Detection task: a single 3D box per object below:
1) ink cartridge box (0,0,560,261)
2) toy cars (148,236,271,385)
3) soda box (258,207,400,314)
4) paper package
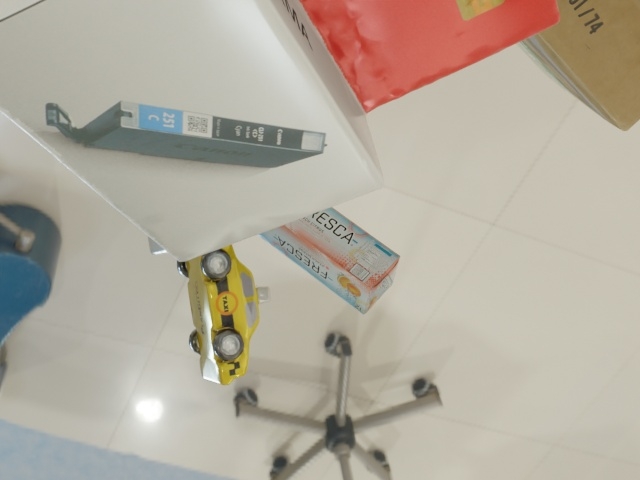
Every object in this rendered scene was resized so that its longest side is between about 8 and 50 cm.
[{"bbox_3d":[-0.030,-0.121,0.382,0.261,0.066,0.296,-21,146,14],"label":"ink cartridge box"},{"bbox_3d":[-0.150,-0.005,1.056,0.087,0.394,0.176,-9,141,-27],"label":"toy cars"},{"bbox_3d":[0.000,0.000,0.955,0.058,0.183,0.063,-43,160,-28],"label":"soda box"},{"bbox_3d":[0.320,-0.345,0.935,0.325,0.168,0.309,38,107,-25],"label":"paper package"}]
